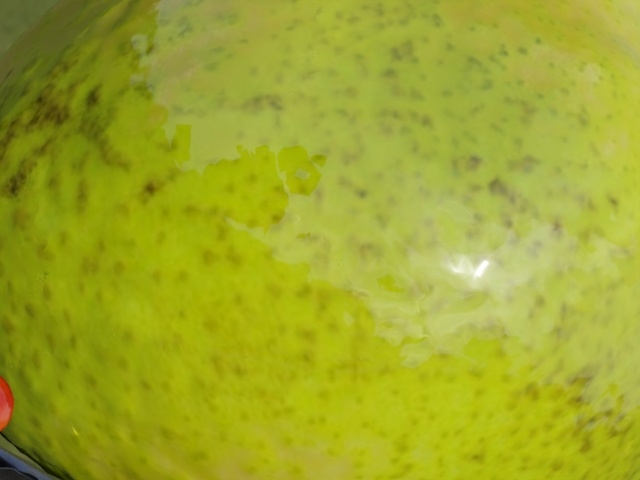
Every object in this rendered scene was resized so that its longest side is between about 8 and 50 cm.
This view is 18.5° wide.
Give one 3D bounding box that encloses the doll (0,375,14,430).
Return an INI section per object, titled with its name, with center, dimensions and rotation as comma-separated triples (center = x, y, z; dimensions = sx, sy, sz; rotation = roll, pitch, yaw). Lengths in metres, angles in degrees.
[doll]
center = -0.209, 0.021, 0.631
dimensions = 0.336, 0.105, 0.200
rotation = 51, 37, 6

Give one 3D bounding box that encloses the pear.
[pear]
center = 0.000, 0.000, 0.974
dimensions = 0.391, 0.391, 0.391
rotation = 45, 13, -14

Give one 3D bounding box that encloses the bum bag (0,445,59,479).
[bum bag]
center = -0.158, 0.154, 1.041
dimensions = 0.310, 0.074, 0.137
rotation = 37, -13, 2
